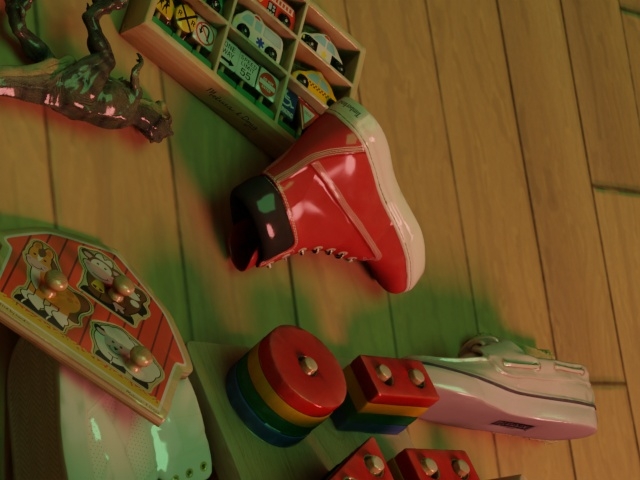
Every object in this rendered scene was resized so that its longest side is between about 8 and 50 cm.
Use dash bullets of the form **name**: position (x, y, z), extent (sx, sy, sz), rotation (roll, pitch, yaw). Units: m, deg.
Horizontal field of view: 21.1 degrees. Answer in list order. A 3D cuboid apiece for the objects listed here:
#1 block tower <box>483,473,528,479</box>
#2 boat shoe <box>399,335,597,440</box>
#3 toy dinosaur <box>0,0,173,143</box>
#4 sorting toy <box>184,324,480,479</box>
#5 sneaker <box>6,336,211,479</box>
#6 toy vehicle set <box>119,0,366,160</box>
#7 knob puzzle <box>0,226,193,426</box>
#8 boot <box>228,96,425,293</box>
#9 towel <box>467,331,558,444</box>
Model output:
- **block tower**: position (0.148, 0.391, 1.645), extent (0.097, 0.091, 0.335), rotation (45, 47, -30)
- **boat shoe**: position (0.175, 0.139, 1.741), extent (0.267, 0.096, 0.088), rotation (12, 65, -29)
- **toy dinosaur**: position (-0.214, -0.149, 1.449), extent (0.268, 0.064, 0.118), rotation (5, 79, -45)
- **sorting toy**: position (0.028, 0.190, 1.505), extent (0.255, 0.089, 0.257), rotation (10, 45, -47)
- **sneaker**: position (-0.152, 0.218, 1.346), extent (0.169, 0.108, 0.292), rotation (15, 64, -42)
- **toy vehicle set**: position (-0.067, -0.190, 1.650), extent (0.267, 0.035, 0.166), rotation (38, 51, -35)
- **knob puzzle**: position (-0.176, 0.046, 1.375), extent (0.213, 0.030, 0.213), rotation (34, 22, -16)
- **boot**: position (0.000, 0.000, 1.637), extent (0.176, 0.088, 0.244), rotation (-41, 138, -14)
- **towel**: position (0.209, 0.161, 1.850), extent (0.148, 0.027, 0.110), rotation (16, 65, -46)
